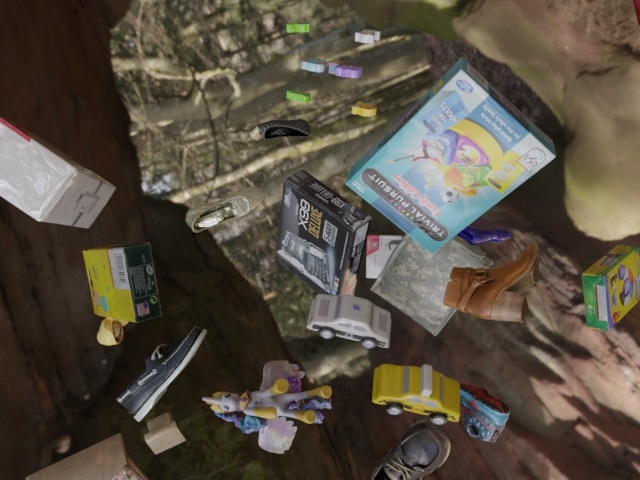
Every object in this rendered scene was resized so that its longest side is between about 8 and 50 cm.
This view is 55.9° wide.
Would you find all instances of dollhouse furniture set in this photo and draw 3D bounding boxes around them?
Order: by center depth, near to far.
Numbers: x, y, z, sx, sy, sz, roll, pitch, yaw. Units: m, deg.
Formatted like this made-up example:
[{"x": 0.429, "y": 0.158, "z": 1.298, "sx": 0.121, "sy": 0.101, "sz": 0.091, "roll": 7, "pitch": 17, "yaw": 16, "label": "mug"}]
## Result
[{"x": -0.311, "y": 0.465, "z": 0.875, "sx": 0.173, "sy": 0.356, "sz": 0.303, "roll": 56, "pitch": 167, "yaw": 44, "label": "dollhouse furniture set"}]

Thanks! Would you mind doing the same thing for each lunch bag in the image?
[{"x": 0.309, "y": 0.076, "z": 1.654, "sx": 0.235, "sy": 0.169, "sz": 0.287, "roll": 35, "pitch": 132, "yaw": 8, "label": "lunch bag"}]

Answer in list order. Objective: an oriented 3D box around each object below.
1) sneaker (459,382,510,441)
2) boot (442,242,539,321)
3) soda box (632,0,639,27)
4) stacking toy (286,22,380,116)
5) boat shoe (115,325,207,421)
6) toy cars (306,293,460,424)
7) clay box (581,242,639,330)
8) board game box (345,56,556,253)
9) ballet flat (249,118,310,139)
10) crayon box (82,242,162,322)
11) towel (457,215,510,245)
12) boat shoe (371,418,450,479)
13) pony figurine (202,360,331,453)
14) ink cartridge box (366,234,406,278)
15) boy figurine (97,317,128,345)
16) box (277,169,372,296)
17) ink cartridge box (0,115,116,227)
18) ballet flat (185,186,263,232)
[{"x": 0.423, "y": 0.479, "z": 1.682, "sx": 0.262, "sy": 0.104, "sz": 0.125, "roll": -160, "pitch": 86, "yaw": -81, "label": "sneaker"}, {"x": 0.330, "y": 0.066, "z": 1.155, "sx": 0.152, "sy": 0.197, "sz": 0.073, "roll": 8, "pitch": 134, "yaw": 31, "label": "boot"}, {"x": 0.604, "y": -0.468, "z": 1.064, "sx": 0.092, "sy": 0.083, "sz": 0.263, "roll": -32, "pitch": 42, "yaw": 47, "label": "soda box"}, {"x": 0.020, "y": -0.359, "z": 1.261, "sx": 0.221, "sy": 0.052, "sz": 0.166, "roll": 16, "pitch": 123, "yaw": 23, "label": "stacking toy"}, {"x": -0.388, "y": 0.309, "z": 1.453, "sx": 0.091, "sy": 0.302, "sz": 0.114, "roll": 39, "pitch": -168, "yaw": -2, "label": "boat shoe"}, {"x": 0.138, "y": 0.229, "z": 1.263, "sx": 0.393, "sy": 0.176, "sz": 0.087, "roll": 45, "pitch": 142, "yaw": 23, "label": "toy cars"}, {"x": 0.652, "y": 0.095, "z": 1.329, "sx": 0.053, "sy": 0.222, "sz": 0.127, "roll": 5, "pitch": 112, "yaw": 48, "label": "clay box"}, {"x": 0.256, "y": -0.158, "z": 1.232, "sx": 0.254, "sy": 0.336, "sz": 0.079, "roll": 38, "pitch": -145, "yaw": -13, "label": "board game box"}, {"x": -0.111, "y": -0.304, "z": 1.679, "sx": 0.057, "sy": 0.173, "sz": 0.049, "roll": 102, "pitch": 153, "yaw": -57, "label": "ballet flat"}, {"x": -0.558, "y": 0.112, "z": 1.680, "sx": 0.319, "sy": 0.081, "sz": 0.202, "roll": -1, "pitch": 99, "yaw": 50, "label": "crayon box"}, {"x": 0.561, "y": -0.051, "z": 2.294, "sx": 0.228, "sy": 0.308, "sz": 0.076, "roll": 35, "pitch": 113, "yaw": 34, "label": "towel"}, {"x": 0.245, "y": 0.633, "z": 1.692, "sx": 0.132, "sy": 0.130, "sz": 0.355, "roll": 40, "pitch": 135, "yaw": 19, "label": "boat shoe"}, {"x": -0.142, "y": 0.509, "z": 1.895, "sx": 0.364, "sy": 0.351, "sz": 0.302, "roll": -17, "pitch": 63, "yaw": 43, "label": "pony figurine"}, {"x": 0.277, "y": 0.060, "z": 2.147, "sx": 0.092, "sy": 0.218, "sz": 0.158, "roll": 0, "pitch": -89, "yaw": -76, "label": "ink cartridge box"}, {"x": -0.681, "y": 0.223, "z": 2.076, "sx": 0.092, "sy": 0.285, "sz": 0.177, "roll": 13, "pitch": 153, "yaw": 18, "label": "boy figurine"}, {"x": 0.000, "y": 0.000, "z": 1.592, "sx": 0.242, "sy": 0.076, "sz": 0.307, "roll": 38, "pitch": 142, "yaw": 25, "label": "box"}, {"x": -0.545, "y": -0.129, "z": 1.168, "sx": 0.207, "sy": 0.117, "sz": 0.283, "roll": 34, "pitch": 176, "yaw": -3, "label": "ink cartridge box"}, {"x": -0.282, "y": -0.088, "z": 1.813, "sx": 0.086, "sy": 0.249, "sz": 0.086, "roll": 158, "pitch": 90, "yaw": -84, "label": "ballet flat"}]
